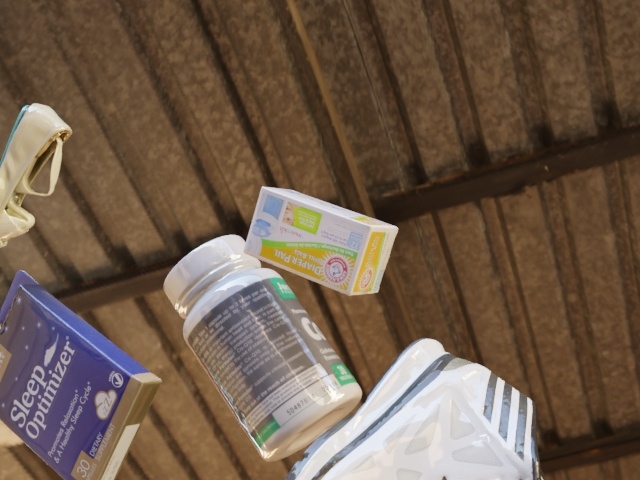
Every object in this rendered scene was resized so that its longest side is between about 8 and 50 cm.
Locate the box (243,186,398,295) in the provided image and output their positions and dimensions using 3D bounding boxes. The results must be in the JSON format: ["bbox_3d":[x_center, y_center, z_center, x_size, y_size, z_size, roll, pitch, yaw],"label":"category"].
[{"bbox_3d":[0.000,0.000,1.289,0.203,0.103,0.114,20,-81,27],"label":"box"}]

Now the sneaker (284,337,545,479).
[{"bbox_3d":[0.123,0.325,1.023,0.257,0.447,0.169,21,-36,35],"label":"sneaker"}]

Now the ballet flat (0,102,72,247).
[{"bbox_3d":[-0.404,-0.060,1.098,0.086,0.086,0.248,26,-86,-17],"label":"ballet flat"}]

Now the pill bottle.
[{"bbox_3d":[-0.108,0.179,1.434,0.204,0.204,0.361,-46,-110,26],"label":"pill bottle"}]

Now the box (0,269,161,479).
[{"bbox_3d":[-0.273,0.139,0.839,0.225,0.036,0.136,31,-78,27],"label":"box"}]
